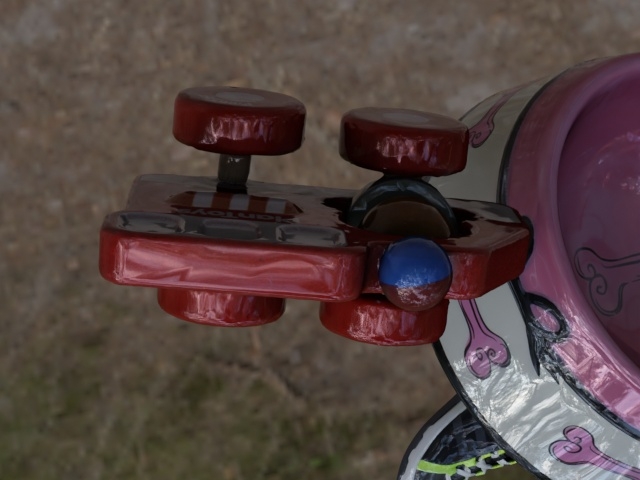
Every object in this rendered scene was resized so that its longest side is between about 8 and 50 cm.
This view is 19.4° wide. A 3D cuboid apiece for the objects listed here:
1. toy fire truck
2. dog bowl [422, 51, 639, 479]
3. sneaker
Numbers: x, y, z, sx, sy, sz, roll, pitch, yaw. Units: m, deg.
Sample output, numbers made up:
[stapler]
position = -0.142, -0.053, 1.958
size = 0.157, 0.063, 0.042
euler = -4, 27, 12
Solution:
[toy fire truck]
position = 0.000, 0.000, 1.340
size = 0.302, 0.254, 0.169
euler = 6, 104, -3
[dog bowl]
position = 0.288, 0.020, 1.604
size = 0.408, 0.408, 0.150
euler = 4, 157, -29
[sneaker]
position = 0.173, 0.196, 1.885
size = 0.235, 0.097, 0.084
euler = -50, 150, 4
